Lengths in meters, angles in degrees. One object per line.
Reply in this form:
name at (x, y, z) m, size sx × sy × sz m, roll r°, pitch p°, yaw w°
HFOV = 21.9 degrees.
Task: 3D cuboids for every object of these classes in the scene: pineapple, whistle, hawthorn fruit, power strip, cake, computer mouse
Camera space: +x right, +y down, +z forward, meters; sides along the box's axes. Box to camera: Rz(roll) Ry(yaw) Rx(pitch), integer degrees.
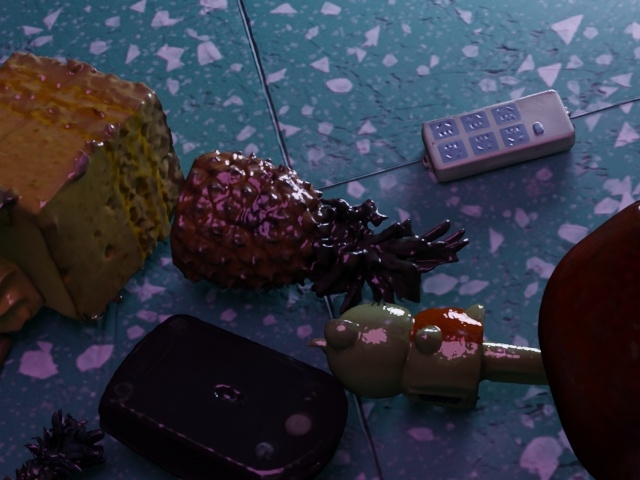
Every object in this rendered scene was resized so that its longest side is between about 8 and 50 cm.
pineapple at (-0.321, 0.278, 1.776) m, size 0.083 × 0.103 × 0.221 m, roll 43°, pitch 65°, yaw -3°
whistle at (0.127, 0.123, 1.785) m, size 0.289 × 0.131 × 0.106 m, roll 4°, pitch 67°, yaw 5°
hawthorn fruit at (0.368, 0.121, 1.630) m, size 0.308 × 0.308 × 0.324 m, roll -20°, pitch 40°, yaw -4°
power strip at (0.216, -0.126, 2.012) m, size 0.192 × 0.035 × 0.081 m, roll -15°, pitch 50°, yaw -1°
cake at (-0.328, -0.042, 1.924) m, size 0.222 × 0.227 × 0.286 m, roll 18°, pitch 53°, yaw 29°
pineapple at (0.000, 0.000, 1.897) m, size 0.341 × 0.169 × 0.169 m, roll 12°, pitch 57°, yaw 11°
computer mouse at (-0.098, 0.193, 1.790) m, size 0.269 × 0.100 × 0.170 m, roll 23°, pitch 50°, yaw 23°

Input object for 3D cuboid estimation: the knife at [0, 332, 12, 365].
knife at (-0.427, 0.228, 1.881) m, size 0.047 × 0.017 × 0.297 m, roll 5°, pitch 54°, yaw 24°
